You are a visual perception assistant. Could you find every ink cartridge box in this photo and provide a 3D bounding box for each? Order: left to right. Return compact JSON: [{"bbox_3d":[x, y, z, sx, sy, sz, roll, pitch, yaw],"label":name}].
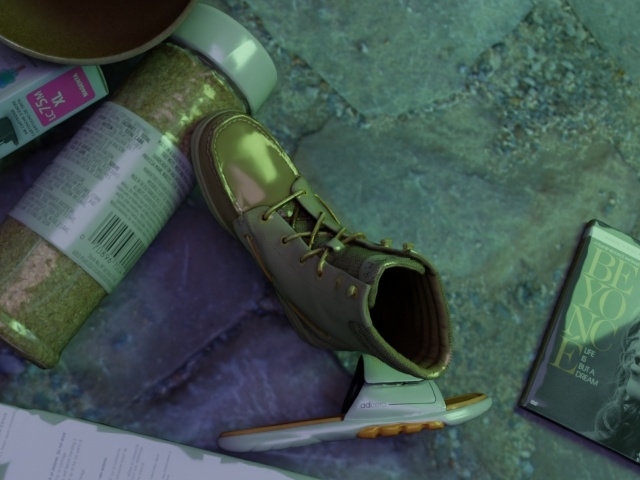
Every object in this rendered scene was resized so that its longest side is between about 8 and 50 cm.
[{"bbox_3d":[-0.368,-0.114,0.783,0.311,0.065,0.186,-34,53,-17],"label":"ink cartridge box"},{"bbox_3d":[-0.161,0.258,0.782,0.332,0.065,0.166,17,76,-8],"label":"ink cartridge box"}]

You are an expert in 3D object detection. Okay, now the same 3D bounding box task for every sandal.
[{"bbox_3d":[0.032,0.146,0.821,0.265,0.102,0.076,-6,82,-10],"label":"sandal"}]

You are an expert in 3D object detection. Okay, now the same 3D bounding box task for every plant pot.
[{"bbox_3d":[-0.193,-0.312,0.769,0.237,0.254,0.237,1,122,1],"label":"plant pot"}]

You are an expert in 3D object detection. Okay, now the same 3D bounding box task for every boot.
[{"bbox_3d":[0.000,0.000,0.756,0.095,0.203,0.262,-35,109,-20],"label":"boot"}]

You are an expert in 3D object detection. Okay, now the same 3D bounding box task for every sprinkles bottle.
[{"bbox_3d":[-0.187,-0.056,0.814,0.121,0.121,0.355,36,74,-1],"label":"sprinkles bottle"}]

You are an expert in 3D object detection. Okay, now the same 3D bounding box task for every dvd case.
[{"bbox_3d":[0.322,0.109,0.925,0.164,0.018,0.221,26,75,-4],"label":"dvd case"}]
